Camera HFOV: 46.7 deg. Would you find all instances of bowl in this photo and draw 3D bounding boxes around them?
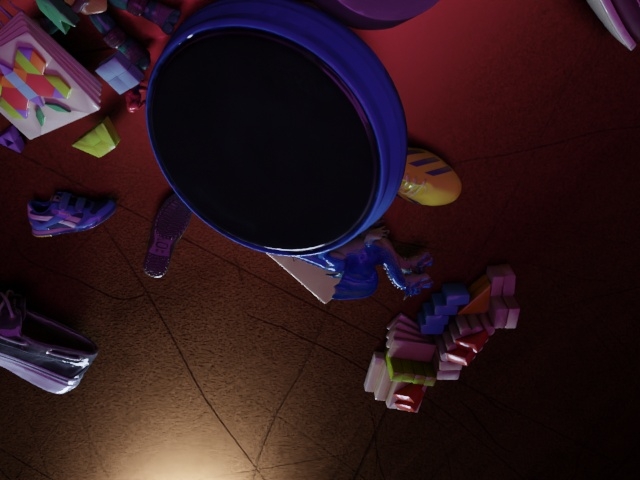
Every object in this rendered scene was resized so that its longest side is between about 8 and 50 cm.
[{"bbox_3d":[-0.072,-0.143,1.049,0.391,0.077,0.391,13,130,16],"label":"bowl"}]

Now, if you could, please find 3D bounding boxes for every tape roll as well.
[{"bbox_3d":[0.074,-0.392,0.969,0.219,0.072,0.219,-1,95,-17],"label":"tape roll"}]

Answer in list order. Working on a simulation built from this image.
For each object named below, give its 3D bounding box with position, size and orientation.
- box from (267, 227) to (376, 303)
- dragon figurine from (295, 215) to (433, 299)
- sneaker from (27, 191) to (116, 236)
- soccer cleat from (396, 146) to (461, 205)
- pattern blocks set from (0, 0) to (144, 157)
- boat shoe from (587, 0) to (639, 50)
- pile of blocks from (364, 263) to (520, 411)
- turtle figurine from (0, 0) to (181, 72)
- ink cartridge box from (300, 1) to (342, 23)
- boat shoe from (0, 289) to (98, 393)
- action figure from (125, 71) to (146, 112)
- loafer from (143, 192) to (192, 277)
[{"bbox_3d":[0.000,0.000,1.264,0.164,0.021,0.201,-40,116,16],"label":"box"},{"bbox_3d":[0.050,0.044,1.231,0.289,0.085,0.144,-11,119,-2],"label":"dragon figurine"},{"bbox_3d":[-0.399,-0.048,1.180,0.144,0.053,0.059,-12,118,0],"label":"sneaker"},{"bbox_3d":[0.097,-0.115,1.149,0.289,0.121,0.093,25,115,-18],"label":"soccer cleat"},{"bbox_3d":[-0.399,-0.215,1.011,0.285,0.026,0.324,38,139,-23],"label":"pattern blocks set"},{"bbox_3d":[0.382,-0.411,1.017,0.096,0.117,0.324,-34,111,17],"label":"boat shoe"},{"bbox_3d":[0.215,0.187,1.338,0.149,0.113,0.362,32,111,-21],"label":"pile of blocks"},{"bbox_3d":[-0.316,-0.328,0.991,0.234,0.118,0.175,28,134,-30],"label":"turtle figurine"},{"bbox_3d":[-0.020,-0.263,1.071,0.089,0.092,0.143,2,119,-6],"label":"ink cartridge box"},{"bbox_3d":[-0.532,0.138,1.250,0.335,0.121,0.119,34,104,-33],"label":"boat shoe"},{"bbox_3d":[-0.264,-0.211,1.063,0.030,0.115,0.038,-1,120,-6],"label":"action figure"},{"bbox_3d":[-0.255,-0.013,1.217,0.056,0.050,0.148,23,99,-21],"label":"loafer"}]
